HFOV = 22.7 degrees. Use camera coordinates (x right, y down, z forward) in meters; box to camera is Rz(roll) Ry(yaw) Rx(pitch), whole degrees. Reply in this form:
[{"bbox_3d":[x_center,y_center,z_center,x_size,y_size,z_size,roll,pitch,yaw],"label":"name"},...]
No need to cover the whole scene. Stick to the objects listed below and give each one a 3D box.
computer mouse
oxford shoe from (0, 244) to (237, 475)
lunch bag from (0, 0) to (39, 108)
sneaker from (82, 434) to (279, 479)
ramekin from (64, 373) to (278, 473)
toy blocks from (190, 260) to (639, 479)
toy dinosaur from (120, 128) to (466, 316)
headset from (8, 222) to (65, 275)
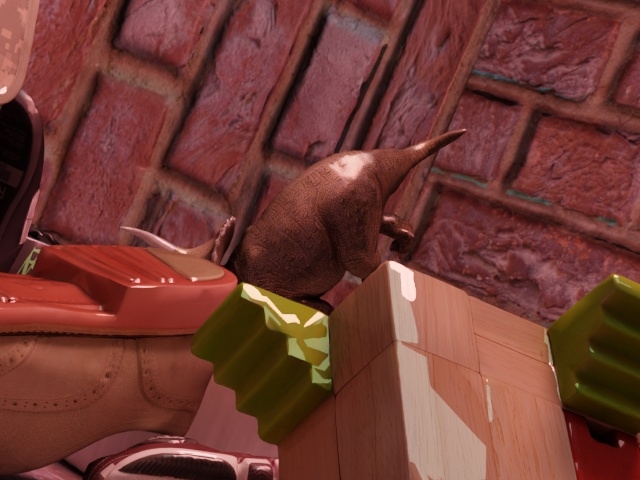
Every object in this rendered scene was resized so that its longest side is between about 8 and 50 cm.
[{"bbox_3d":[-0.324,-0.022,1.336,0.184,0.262,0.060,19,12,16],"label":"computer mouse"},{"bbox_3d":[-0.226,0.088,1.005,0.397,0.147,0.140,-1,16,-36],"label":"oxford shoe"},{"bbox_3d":[-0.363,-0.144,1.191,0.235,0.287,0.169,26,11,-44],"label":"lunch bag"},{"bbox_3d":[-0.027,0.175,1.067,0.281,0.106,0.162,16,-2,-22],"label":"sneaker"},{"bbox_3d":[-0.090,0.143,1.291,0.277,0.135,0.277,22,-1,0],"label":"ramekin"},{"bbox_3d":[0.127,0.181,0.723,0.381,0.191,0.261,23,41,-26],"label":"toy blocks"},{"bbox_3d":[0.000,0.000,1.327,0.160,0.313,0.121,56,2,-45],"label":"toy dinosaur"},{"bbox_3d":[-0.372,-0.003,1.712,0.394,0.185,0.243,6,-16,43],"label":"headset"}]
